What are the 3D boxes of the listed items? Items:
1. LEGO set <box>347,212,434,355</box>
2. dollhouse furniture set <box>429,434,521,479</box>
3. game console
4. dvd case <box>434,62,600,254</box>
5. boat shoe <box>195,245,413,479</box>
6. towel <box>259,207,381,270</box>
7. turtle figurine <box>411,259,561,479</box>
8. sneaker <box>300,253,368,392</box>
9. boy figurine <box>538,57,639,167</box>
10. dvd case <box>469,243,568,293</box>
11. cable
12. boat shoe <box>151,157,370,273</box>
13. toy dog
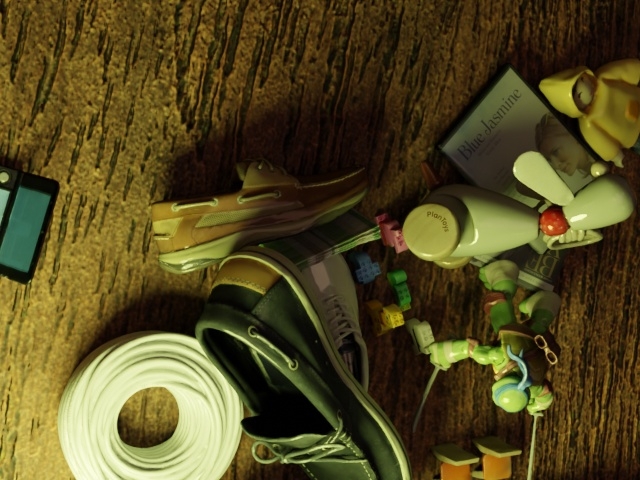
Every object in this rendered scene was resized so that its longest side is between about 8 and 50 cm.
[{"bbox_3d":[0.109,0.082,1.818,0.087,0.093,0.227,-21,101,-18],"label":"LEGO set"},{"bbox_3d":[0.302,0.445,1.898,0.259,0.135,0.262,-5,96,-21],"label":"dollhouse furniture set"},{"bbox_3d":[-0.426,-0.028,1.607,0.124,0.085,0.144,17,87,-22],"label":"game console"},{"bbox_3d":[0.318,-0.126,1.904,0.253,0.022,0.180,44,79,-17],"label":"dvd case"},{"bbox_3d":[-0.025,0.242,1.693,0.156,0.186,0.500,-52,126,-39],"label":"boat shoe"},{"bbox_3d":[0.000,0.000,1.763,0.152,0.113,0.023,-24,117,-16],"label":"towel"},{"bbox_3d":[0.261,0.182,1.844,0.197,0.266,0.275,12,135,10],"label":"turtle figurine"},{"bbox_3d":[0.028,0.126,1.791,0.094,0.091,0.258,-17,100,-19],"label":"sneaker"},{"bbox_3d":[0.477,-0.213,1.943,0.285,0.092,0.177,22,88,-24],"label":"boy figurine"},{"bbox_3d":[0.335,-0.039,1.938,0.164,0.018,0.221,24,86,-21],"label":"dvd case"},{"bbox_3d":[-0.234,0.251,1.702,0.257,0.089,0.257,-37,106,-16],"label":"cable"},{"bbox_3d":[-0.086,-0.057,1.720,0.324,0.122,0.120,-21,98,-19],"label":"boat shoe"},{"bbox_3d":[0.272,-0.066,1.795,0.333,0.220,0.161,-10,79,-8],"label":"toy dog"}]
